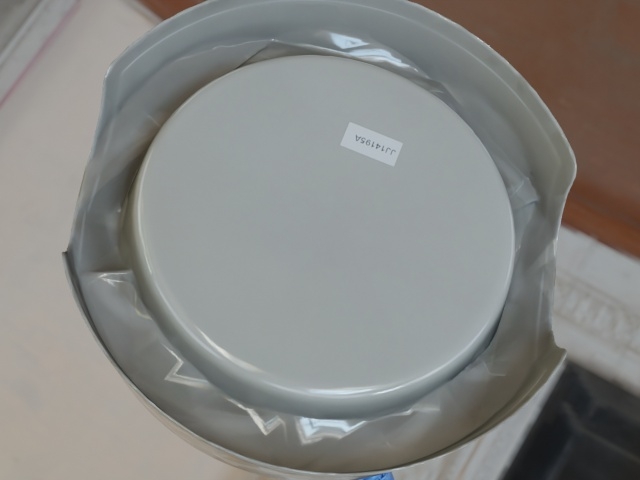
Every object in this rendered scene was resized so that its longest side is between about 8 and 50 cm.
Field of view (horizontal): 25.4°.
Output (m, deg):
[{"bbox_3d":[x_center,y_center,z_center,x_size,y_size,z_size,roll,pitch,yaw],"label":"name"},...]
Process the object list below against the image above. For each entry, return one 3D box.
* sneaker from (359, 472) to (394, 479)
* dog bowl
[{"bbox_3d":[0.037,0.231,1.558,0.209,0.069,0.082,65,159,-11],"label":"sneaker"},{"bbox_3d":[0.000,0.000,0.945,0.349,0.349,0.102,31,153,5],"label":"dog bowl"}]
